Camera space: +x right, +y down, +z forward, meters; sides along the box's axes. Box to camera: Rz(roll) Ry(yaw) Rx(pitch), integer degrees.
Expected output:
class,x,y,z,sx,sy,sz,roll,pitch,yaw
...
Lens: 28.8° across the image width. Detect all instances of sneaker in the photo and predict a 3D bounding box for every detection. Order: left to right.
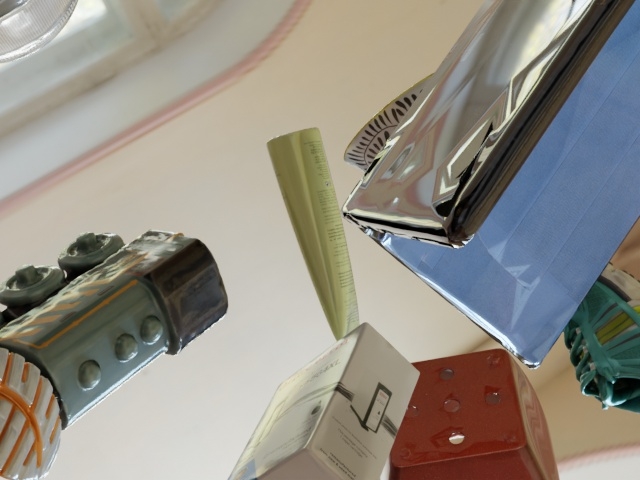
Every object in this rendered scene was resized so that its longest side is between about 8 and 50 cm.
class,x,y,z,sx,sy,sz,roll,pitch,yaw
sneaker,-0.277,0.110,0.908,0.083,0.084,0.215,-12,-43,38
sneaker,0.267,0.094,1.132,0.275,0.110,0.107,31,-18,44

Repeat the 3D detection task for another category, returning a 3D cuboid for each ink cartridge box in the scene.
class,x,y,z,sx,sy,sz,roll,pitch,yaw
ink cartridge box,-0.001,0.194,1.213,0.086,0.203,0.148,44,-56,-10

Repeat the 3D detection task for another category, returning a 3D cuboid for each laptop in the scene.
class,x,y,z,sx,sy,sz,roll,pitch,yaw
laptop,0.220,-0.105,0.789,0.236,0.382,0.408,35,-3,-10

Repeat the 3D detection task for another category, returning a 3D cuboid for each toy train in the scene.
class,x,y,z,sx,sy,sz,roll,pitch,yaw
toy train,-0.253,0.095,1.312,0.190,0.334,0.142,5,-60,40

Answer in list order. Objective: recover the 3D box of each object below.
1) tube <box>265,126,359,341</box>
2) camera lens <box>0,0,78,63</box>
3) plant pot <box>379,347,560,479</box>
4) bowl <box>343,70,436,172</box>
class,x,y,z,sx,sy,sz,roll,pitch,yaw
tube,0.000,0.000,1.344,0.062,0.070,0.240,-15,-88,56
camera lens,-0.357,-0.301,1.267,0.219,0.219,0.274,58,-6,-1
plant pot,0.199,0.303,1.749,0.267,0.267,0.236,-93,171,-49
bowl,0.114,-0.099,1.243,0.080,0.170,0.170,54,-18,11
